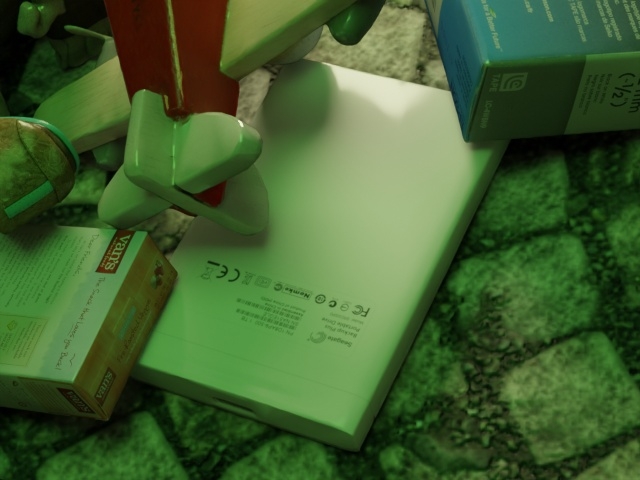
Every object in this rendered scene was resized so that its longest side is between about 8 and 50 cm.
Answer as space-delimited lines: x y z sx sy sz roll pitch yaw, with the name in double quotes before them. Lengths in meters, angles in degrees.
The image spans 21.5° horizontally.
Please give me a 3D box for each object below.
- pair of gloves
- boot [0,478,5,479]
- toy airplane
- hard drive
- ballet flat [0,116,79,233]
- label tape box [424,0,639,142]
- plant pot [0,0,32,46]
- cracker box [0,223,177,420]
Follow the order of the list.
"pair of gloves" -0.300 -0.216 1.622 0.240 0.204 0.042 -38 56 -14
"boot" -0.282 0.203 1.418 0.099 0.045 0.121 17 68 26
"toy airplane" -0.093 -0.186 1.497 0.386 0.272 0.384 34 111 37
"hard drive" 0.000 0.000 1.497 0.233 0.047 0.353 15 61 23
"ballet flat" -0.362 -0.055 1.528 0.342 0.116 0.124 9 50 40
"label tape box" 0.278 -0.224 1.542 0.348 0.115 0.249 -4 52 -11
"plant pot" -0.399 -0.237 1.680 0.215 0.215 0.230 24 80 27
"cracker box" -0.258 0.066 1.470 0.232 0.067 0.155 4 55 32
